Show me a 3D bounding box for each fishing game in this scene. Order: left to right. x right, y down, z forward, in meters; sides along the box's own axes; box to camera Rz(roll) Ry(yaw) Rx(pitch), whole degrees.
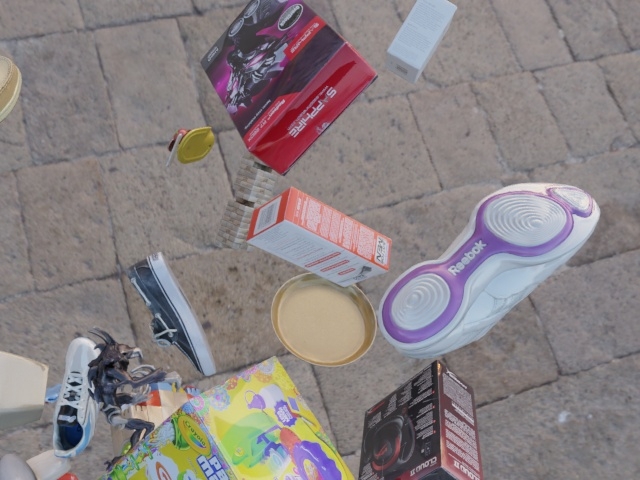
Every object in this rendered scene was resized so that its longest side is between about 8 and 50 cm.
[{"bbox_3d":[-0.612,0.367,1.423,0.264,0.189,0.041,-17,93,-43],"label":"fishing game"}]

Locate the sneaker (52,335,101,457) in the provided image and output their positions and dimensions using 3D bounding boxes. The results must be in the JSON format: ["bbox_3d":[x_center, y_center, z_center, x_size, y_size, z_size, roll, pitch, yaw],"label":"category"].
[{"bbox_3d":[-0.473,0.307,1.162,0.085,0.086,0.238,8,94,-2],"label":"sneaker"}]

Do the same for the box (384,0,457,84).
[{"bbox_3d":[0.236,-0.484,1.427,0.091,0.130,0.171,31,90,4],"label":"box"}]

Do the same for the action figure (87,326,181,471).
[{"bbox_3d":[-0.341,0.284,1.080,0.140,0.164,0.276,-9,82,-42],"label":"action figure"}]

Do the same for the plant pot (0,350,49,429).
[{"bbox_3d":[-0.512,0.253,0.997,0.096,0.109,0.109,8,54,-25],"label":"plant pot"}]

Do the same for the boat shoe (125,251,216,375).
[{"bbox_3d":[-0.336,0.182,1.338,0.104,0.113,0.307,-26,108,-8],"label":"boat shoe"}]

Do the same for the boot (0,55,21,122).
[{"bbox_3d":[-0.605,-0.263,0.959,0.095,0.204,0.262,16,57,11],"label":"boot"}]

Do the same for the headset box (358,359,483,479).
[{"bbox_3d":[0.178,0.399,1.098,0.110,0.218,0.293,39,27,-13],"label":"headset box"}]

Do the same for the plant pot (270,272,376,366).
[{"bbox_3d":[0.006,0.175,1.306,0.236,0.032,0.237,7,50,-9],"label":"plant pot"}]

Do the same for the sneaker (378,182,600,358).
[{"bbox_3d":[0.206,0.039,0.745,0.305,0.152,0.114,-34,58,-2],"label":"sneaker"}]

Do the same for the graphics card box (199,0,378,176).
[{"bbox_3d":[-0.075,-0.309,1.067,0.233,0.094,0.371,-45,42,15],"label":"graphics card box"}]

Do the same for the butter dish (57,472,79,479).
[{"bbox_3d":[-0.523,0.553,1.222,0.118,0.160,0.160,-4,111,-14],"label":"butter dish"}]

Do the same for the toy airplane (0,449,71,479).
[{"bbox_3d":[-0.705,0.537,1.084,0.383,0.273,0.386,10,52,4],"label":"toy airplane"}]

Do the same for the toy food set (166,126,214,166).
[{"bbox_3d":[-0.435,-0.320,1.933,0.071,0.128,0.218,33,27,16],"label":"toy food set"}]

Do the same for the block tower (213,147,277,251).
[{"bbox_3d":[-0.223,-0.126,1.861,0.097,0.090,0.336,23,96,39],"label":"block tower"}]

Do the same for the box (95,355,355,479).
[{"bbox_3d":[-0.115,0.367,0.803,0.290,0.279,0.177,55,32,13],"label":"box"}]

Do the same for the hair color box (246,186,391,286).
[{"bbox_3d":[0.000,0.000,0.777,0.167,0.093,0.054,28,58,-28],"label":"hair color box"}]

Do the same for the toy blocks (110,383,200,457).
[{"bbox_3d":[-0.423,0.493,1.631,0.381,0.190,0.261,22,37,-47],"label":"toy blocks"}]
